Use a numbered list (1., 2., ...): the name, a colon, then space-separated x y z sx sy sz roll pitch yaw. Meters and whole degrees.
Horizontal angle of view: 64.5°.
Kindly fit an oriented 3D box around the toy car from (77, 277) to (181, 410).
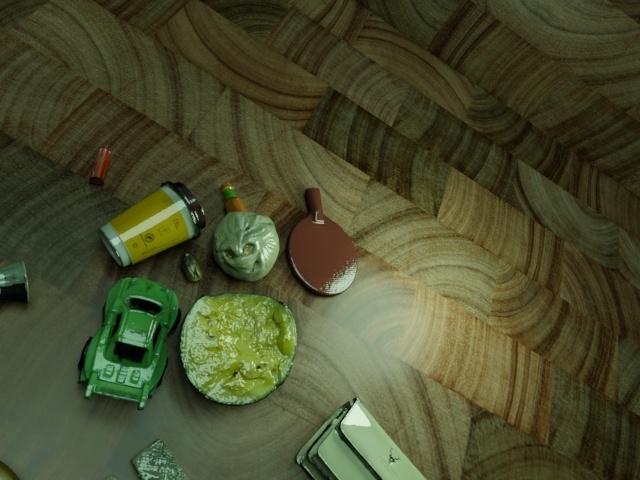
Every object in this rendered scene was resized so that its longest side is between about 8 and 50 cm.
1. toy car: -0.490 0.261 1.324 0.213 0.176 0.359 20 56 -17

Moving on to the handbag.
1. handbag: 0.142 0.661 1.438 0.359 0.160 0.236 49 46 5

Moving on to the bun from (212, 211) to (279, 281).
1. bun: -0.231 0.017 1.582 0.230 0.133 0.231 0 91 -14

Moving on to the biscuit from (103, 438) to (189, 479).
1. biscuit: -0.454 0.612 1.228 0.249 0.046 0.147 -30 80 -36

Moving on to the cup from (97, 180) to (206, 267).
1. cup: -0.493 -0.045 1.495 0.279 0.196 0.196 -33 81 -27

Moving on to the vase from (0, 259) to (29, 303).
1. vase: -0.906 0.126 1.208 0.359 0.165 0.165 -9 68 -34

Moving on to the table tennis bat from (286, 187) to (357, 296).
1. table tennis bat: 0.000 0.000 1.797 0.267 0.051 0.415 2 64 -27

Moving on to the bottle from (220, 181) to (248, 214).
1. bottle: -0.286 -0.111 1.701 0.069 0.069 0.187 -14 69 -32

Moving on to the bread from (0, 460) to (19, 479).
1. bread: -0.751 0.567 1.067 0.213 0.105 0.214 10 61 -18

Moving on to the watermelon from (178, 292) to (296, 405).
1. watermelon: -0.241 0.298 1.427 0.330 0.189 0.331 5 76 -20

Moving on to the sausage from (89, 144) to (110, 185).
1. sausage: -0.684 -0.242 1.583 0.048 0.050 0.146 -8 60 16

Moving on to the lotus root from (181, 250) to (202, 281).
1. lotus root: -0.395 0.080 1.550 0.054 0.049 0.099 -18 73 -24
